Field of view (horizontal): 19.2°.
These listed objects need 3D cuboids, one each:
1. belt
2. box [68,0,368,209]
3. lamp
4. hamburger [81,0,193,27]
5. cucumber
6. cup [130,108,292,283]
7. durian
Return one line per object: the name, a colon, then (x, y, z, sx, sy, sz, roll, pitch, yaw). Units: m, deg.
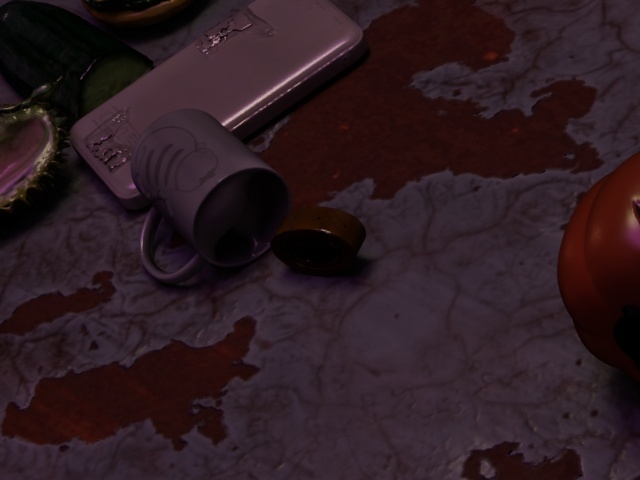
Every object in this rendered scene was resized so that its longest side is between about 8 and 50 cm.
belt: (0.000, 0.000, 1.614, 0.083, 0.059, 0.036, -5, 44, 39)
box: (-0.100, -0.145, 1.822, 0.285, 0.044, 0.142, -35, 45, -10)
lamp: (0.269, 0.015, 1.370, 0.188, 0.187, 0.164, 2, 49, 28)
hamburger: (-0.187, -0.296, 1.962, 0.162, 0.115, 0.162, -13, 45, 13)
cucumber: (-0.280, -0.197, 1.954, 0.115, 0.063, 0.244, -43, 43, -18)
cup: (-0.113, -0.038, 1.678, 0.136, 0.099, 0.133, -36, 43, -11)
durian: (-0.337, -0.070, 1.833, 0.221, 0.095, 0.137, -15, 79, 10)
